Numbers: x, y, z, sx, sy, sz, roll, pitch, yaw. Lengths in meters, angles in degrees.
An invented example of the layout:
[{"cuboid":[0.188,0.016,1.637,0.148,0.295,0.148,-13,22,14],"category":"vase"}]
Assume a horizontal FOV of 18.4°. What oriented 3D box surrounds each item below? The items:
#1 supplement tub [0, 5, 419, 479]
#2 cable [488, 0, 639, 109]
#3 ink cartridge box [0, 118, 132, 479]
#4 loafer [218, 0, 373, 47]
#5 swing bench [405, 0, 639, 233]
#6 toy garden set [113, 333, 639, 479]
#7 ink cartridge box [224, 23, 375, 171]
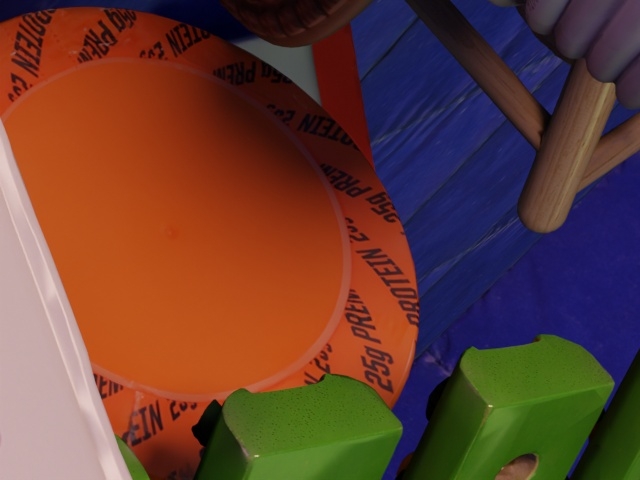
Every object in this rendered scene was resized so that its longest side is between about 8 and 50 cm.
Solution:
[{"cuboid":[-0.116,0.086,0.673,0.207,0.207,0.338,-33,169,-43],"category":"supplement tub"},{"cuboid":[0.137,-0.133,0.412,0.257,0.089,0.257,-47,178,16],"category":"cable"},{"cuboid":[-0.171,0.111,0.283,0.307,0.223,0.129,-19,179,-43],"category":"ink cartridge box"},{"cuboid":[0.039,-0.152,0.516,0.092,0.102,0.268,-26,163,-39],"category":"loafer"},{"cuboid":[0.161,-0.173,0.728,0.253,0.165,0.255,-33,168,-42],"category":"swing bench"},{"cuboid":[-0.014,0.103,0.526,0.244,0.049,0.204,-7,134,-36],"category":"toy garden set"},{"cuboid":[0.000,0.000,0.851,0.066,0.189,0.232,-5,-171,31],"category":"ink cartridge box"}]
